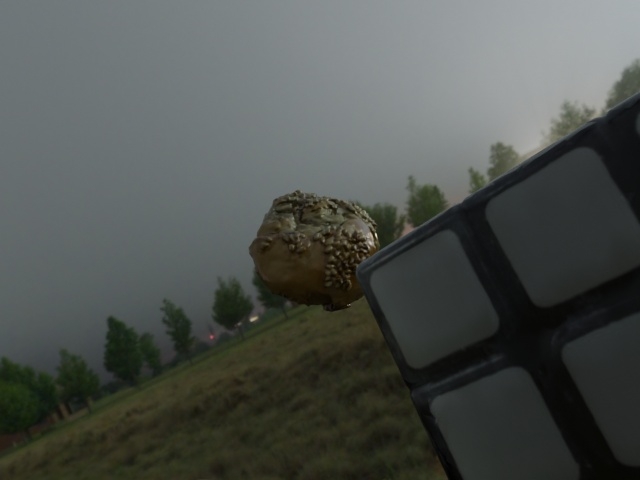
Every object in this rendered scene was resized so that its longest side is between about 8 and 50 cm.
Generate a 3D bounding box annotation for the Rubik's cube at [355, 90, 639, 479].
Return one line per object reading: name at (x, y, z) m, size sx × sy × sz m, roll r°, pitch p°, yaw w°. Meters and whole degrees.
Rubik's cube at (0.264, 0.074, 0.440) m, size 0.303 × 0.301 × 0.305 m, roll -33°, pitch -18°, yaw 30°

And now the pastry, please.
pastry at (0.000, 0.000, 1.177) m, size 0.311 × 0.254 × 0.162 m, roll -73°, pitch 0°, yaw -61°
